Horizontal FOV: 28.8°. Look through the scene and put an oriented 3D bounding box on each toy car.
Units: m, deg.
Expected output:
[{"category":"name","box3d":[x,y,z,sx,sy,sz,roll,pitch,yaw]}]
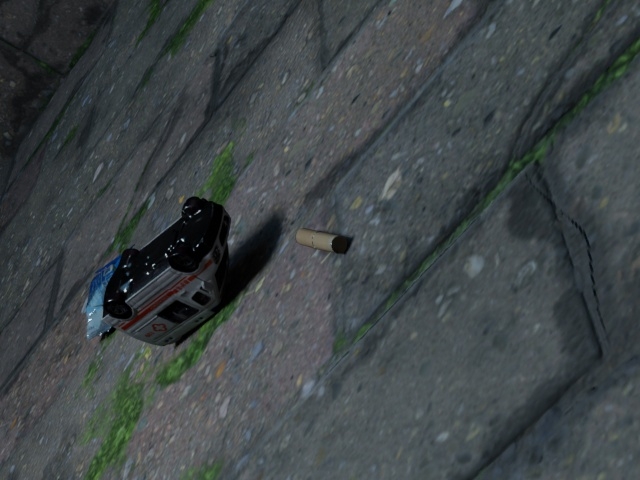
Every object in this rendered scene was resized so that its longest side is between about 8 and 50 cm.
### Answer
[{"category":"toy car","box3d":[-0.154,0.040,1.396,0.210,0.108,0.089,-36,30,38]}]

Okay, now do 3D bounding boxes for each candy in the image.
[{"category":"candy","box3d":[-0.292,0.076,1.741,0.088,0.038,0.136,-30,42,29]}]

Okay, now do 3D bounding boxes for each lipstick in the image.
[{"category":"lipstick","box3d":[0.000,0.000,1.218,0.019,0.019,0.094,-63,23,-6]}]
